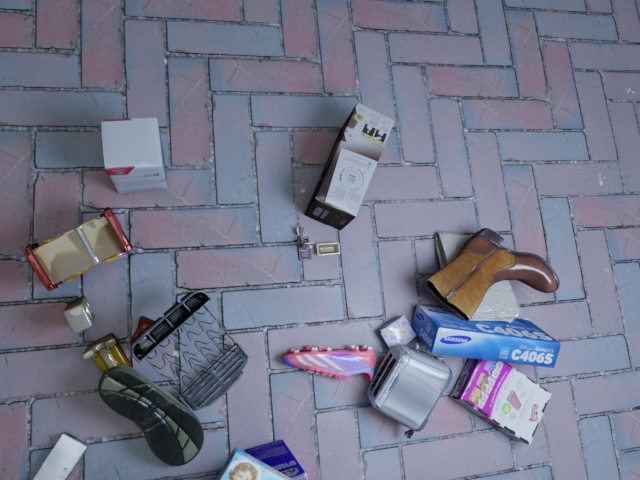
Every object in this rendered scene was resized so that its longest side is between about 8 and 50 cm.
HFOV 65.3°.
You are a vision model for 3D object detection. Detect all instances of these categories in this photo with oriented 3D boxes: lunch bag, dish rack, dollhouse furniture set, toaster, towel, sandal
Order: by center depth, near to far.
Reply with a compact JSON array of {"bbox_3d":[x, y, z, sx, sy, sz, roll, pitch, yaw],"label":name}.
[{"bbox_3d":[-0.384,0.397,1.167,0.120,0.086,0.303,-40,105,-13],"label":"sandal"},{"bbox_3d":[-0.293,0.270,1.183,0.208,0.074,0.271,-42,114,-21],"label":"dish rack"},{"bbox_3d":[-0.509,0.129,1.193,0.201,0.152,0.374,-28,103,-17],"label":"dollhouse furniture set"},{"bbox_3d":[0.220,0.377,1.284,0.146,0.129,0.227,29,93,-7],"label":"toaster"},{"bbox_3d":[0.000,0.000,1.347,0.114,0.081,0.091,-4,80,-14],"label":"dollhouse furniture set"},{"bbox_3d":[0.204,0.252,1.358,0.083,0.053,0.071,-31,89,-27],"label":"lunch bag"},{"bbox_3d":[0.436,0.098,1.400,0.187,0.049,0.282,5,53,-13],"label":"towel"}]

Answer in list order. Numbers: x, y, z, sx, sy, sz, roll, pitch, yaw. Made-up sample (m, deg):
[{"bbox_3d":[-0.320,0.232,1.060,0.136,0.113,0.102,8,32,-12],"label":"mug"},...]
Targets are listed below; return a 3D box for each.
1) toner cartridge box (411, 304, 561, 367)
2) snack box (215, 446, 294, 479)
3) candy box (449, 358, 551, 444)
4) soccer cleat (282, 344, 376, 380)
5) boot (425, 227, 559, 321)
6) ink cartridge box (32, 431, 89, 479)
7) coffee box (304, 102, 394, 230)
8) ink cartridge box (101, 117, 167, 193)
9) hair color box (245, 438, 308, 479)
[{"bbox_3d":[0.439,0.256,1.345,0.348,0.165,0.075,9,101,-11],"label":"toner cartridge box"},{"bbox_3d":[-0.061,0.531,0.878,0.322,0.060,0.187,31,74,-3],"label":"snack box"},{"bbox_3d":[0.496,0.427,1.377,0.233,0.071,0.159,35,73,-3],"label":"candy box"},{"bbox_3d":[0.026,0.320,1.291,0.248,0.083,0.095,1,83,-15],"label":"soccer cleat"},{"bbox_3d":[0.454,0.111,1.305,0.264,0.096,0.280,41,55,16],"label":"boot"},{"bbox_3d":[-0.590,0.504,1.135,0.063,0.029,0.115,32,75,-5],"label":"ink cartridge box"},{"bbox_3d":[0.075,-0.195,1.360,0.119,0.168,0.297,24,74,-7],"label":"coffee box"},{"bbox_3d":[-0.455,-0.206,1.237,0.128,0.176,0.127,-7,78,-15],"label":"ink cartridge box"},{"bbox_3d":[-0.087,0.564,1.075,0.110,0.339,0.185,-11,81,-15],"label":"hair color box"}]
